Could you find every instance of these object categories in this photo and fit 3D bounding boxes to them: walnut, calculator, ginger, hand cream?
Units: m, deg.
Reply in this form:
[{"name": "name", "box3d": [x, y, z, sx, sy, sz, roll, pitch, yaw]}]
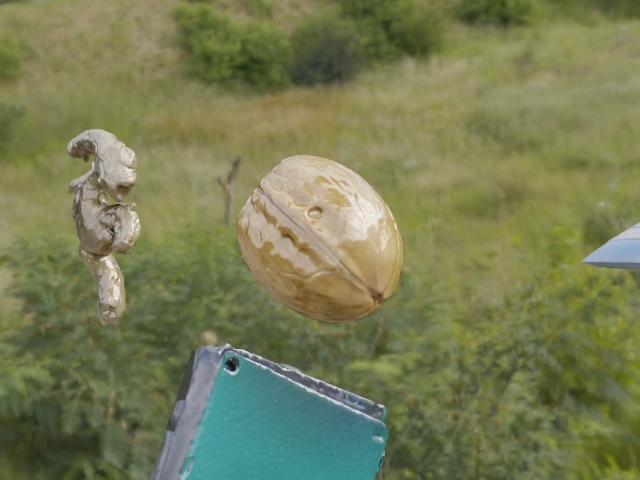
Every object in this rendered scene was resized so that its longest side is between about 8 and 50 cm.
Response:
[{"name": "walnut", "box3d": [0.000, 0.000, 1.224, 0.165, 0.165, 0.197, -20, 54, -28]}, {"name": "calculator", "box3d": [-0.060, 0.265, 1.140, 0.248, 0.274, 0.058, 26, -21, -26]}, {"name": "ginger", "box3d": [-0.276, -0.017, 1.426, 0.065, 0.259, 0.149, -5, 2, -34]}, {"name": "hand cream", "box3d": [0.274, -0.005, 0.850, 0.170, 0.043, 0.065, -22, 13, -41]}]

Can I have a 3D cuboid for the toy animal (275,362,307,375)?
[{"name": "toy animal", "box3d": [-0.059, 0.270, 1.708, 0.138, 0.236, 0.108, -21, 61, 3]}]
